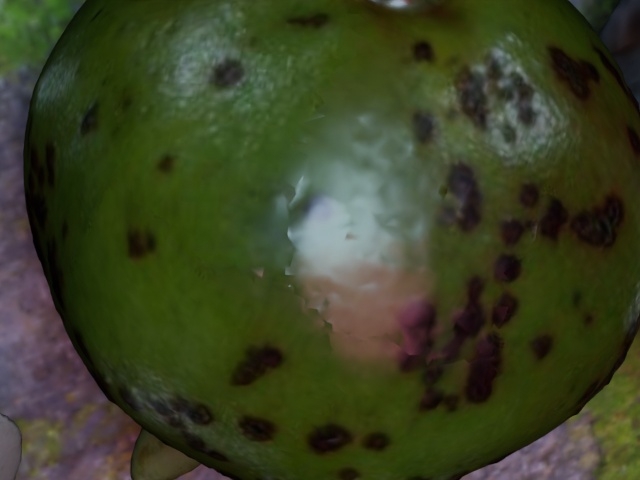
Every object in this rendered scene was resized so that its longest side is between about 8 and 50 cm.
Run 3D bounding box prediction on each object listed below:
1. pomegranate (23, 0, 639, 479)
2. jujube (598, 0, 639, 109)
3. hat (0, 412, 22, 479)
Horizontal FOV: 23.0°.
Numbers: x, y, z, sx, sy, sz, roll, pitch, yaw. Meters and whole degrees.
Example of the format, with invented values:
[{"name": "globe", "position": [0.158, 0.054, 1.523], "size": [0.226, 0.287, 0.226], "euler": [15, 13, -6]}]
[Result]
[{"name": "pomegranate", "position": [0.000, 0.000, 0.542], "size": [0.211, 0.211, 0.263], "euler": [-4, 144, -21]}, {"name": "jujube", "position": [0.246, -0.022, 0.617], "size": [0.317, 0.226, 0.226], "euler": [35, 97, -32]}, {"name": "hat", "position": [-0.222, 0.164, 0.536], "size": [0.258, 0.168, 0.301], "euler": [34, 98, -32]}]
